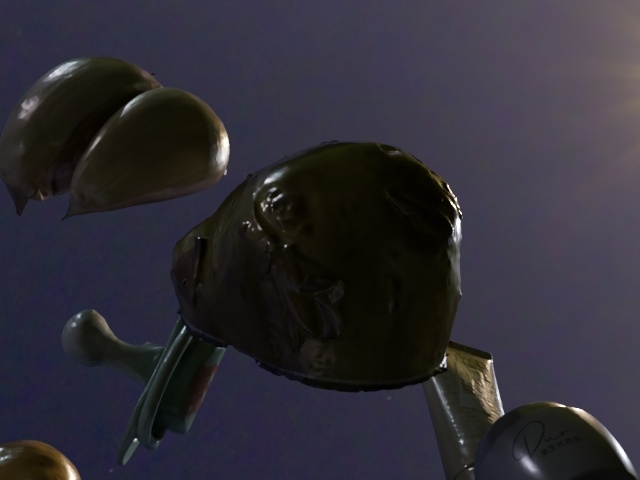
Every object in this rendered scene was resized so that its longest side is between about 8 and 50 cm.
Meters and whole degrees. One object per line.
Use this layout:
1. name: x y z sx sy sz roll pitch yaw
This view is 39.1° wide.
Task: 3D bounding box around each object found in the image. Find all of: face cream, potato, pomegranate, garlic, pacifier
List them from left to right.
1. pomegranate: -0.358 0.336 1.092 0.196 0.196 0.196 28 -141 -26
2. garlic: -0.301 -0.146 1.349 0.313 0.249 0.286 -19 -111 -48
3. pacifier: -0.313 0.201 1.531 0.269 0.288 0.343 22 -108 -3
4. potato: 0.000 0.000 0.839 0.246 0.299 0.196 -3 -78 -40
5. face cream: 0.189 0.229 1.140 0.137 0.084 0.341 17 -152 -12
6. face cream: 0.182 0.188 0.691 0.117 0.117 0.104 33 -175 -21
